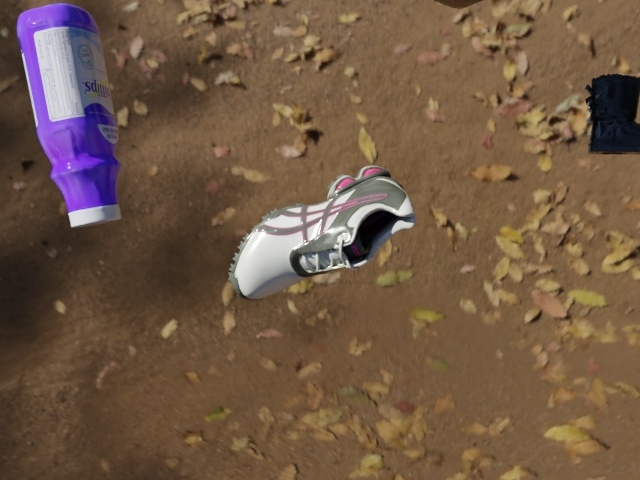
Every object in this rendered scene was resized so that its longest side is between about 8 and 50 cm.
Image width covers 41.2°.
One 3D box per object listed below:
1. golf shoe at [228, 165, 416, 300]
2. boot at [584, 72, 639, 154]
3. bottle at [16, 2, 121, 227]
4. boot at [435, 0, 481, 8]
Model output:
[{"bbox_3d":[0.000,0.000,1.153,0.273,0.105,0.120,-34,35,-3],"label":"golf shoe"},{"bbox_3d":[0.394,-0.158,1.077,0.121,0.045,0.099,3,90,14],"label":"boot"},{"bbox_3d":[-0.321,-0.160,1.121,0.092,0.118,0.283,-11,90,10],"label":"bottle"},{"bbox_3d":[0.161,-0.395,0.907,0.112,0.115,0.305,9,80,51],"label":"boot"}]
